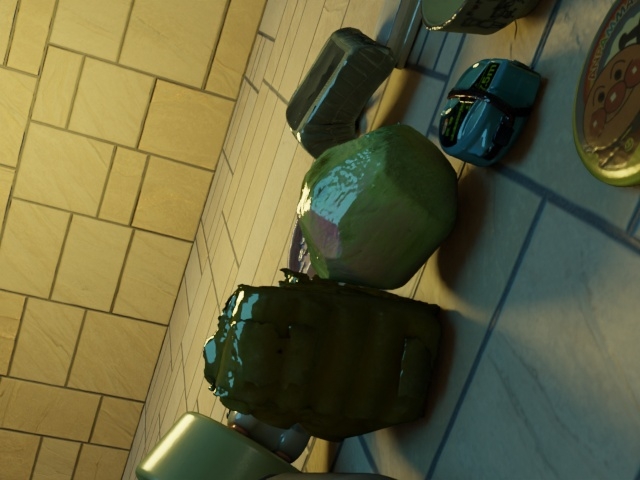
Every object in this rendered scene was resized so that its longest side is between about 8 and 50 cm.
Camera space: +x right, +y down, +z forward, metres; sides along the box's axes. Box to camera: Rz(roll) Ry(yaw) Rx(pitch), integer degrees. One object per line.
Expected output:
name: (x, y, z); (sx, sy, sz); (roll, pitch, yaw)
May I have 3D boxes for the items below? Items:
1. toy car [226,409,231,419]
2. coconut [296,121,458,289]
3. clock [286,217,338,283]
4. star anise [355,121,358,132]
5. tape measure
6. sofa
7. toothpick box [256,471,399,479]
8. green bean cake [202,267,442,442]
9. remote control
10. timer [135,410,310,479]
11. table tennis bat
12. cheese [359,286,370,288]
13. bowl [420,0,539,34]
toy car: (-0.136, 0.399, 1.532); (0.089, 0.108, 0.209); (122, 161, -50)
coconut: (0.067, -0.039, 1.034); (0.236, 0.205, 0.235); (-28, 49, 37)
clock: (0.000, 0.000, 1.488); (0.197, 0.068, 0.196); (-165, 90, -74)
star anise: (0.048, -0.255, 1.579); (0.168, 0.057, 0.167); (-168, 90, -83)
tape measure: (0.198, -0.155, 0.955); (0.146, 0.081, 0.125); (-138, 67, -72)
sofa: (0.064, -0.238, 1.380); (0.225, 0.176, 0.210); (-57, 21, 12)
toothpick box: (0.029, 0.358, 0.875); (0.316, 0.229, 0.228); (144, 138, -61)
green bean cake: (-0.020, 0.150, 1.054); (0.310, 0.285, 0.202); (-161, 81, -75)
remote control: (0.160, -0.445, 1.373); (0.103, 0.056, 0.277); (-111, 37, -63)
timer: (-0.090, 0.311, 1.254); (0.315, 0.291, 0.291); (-58, 11, -19)
table tennis bat: (0.299, -0.124, 0.651); (0.368, 0.054, 0.224); (-95, 24, -57)
cheese: (0.101, 0.013, 1.199); (0.192, 0.038, 0.097); (139, 141, -63)
bowl: (0.222, -0.351, 0.990); (0.211, 0.112, 0.211); (-165, 90, -74)
